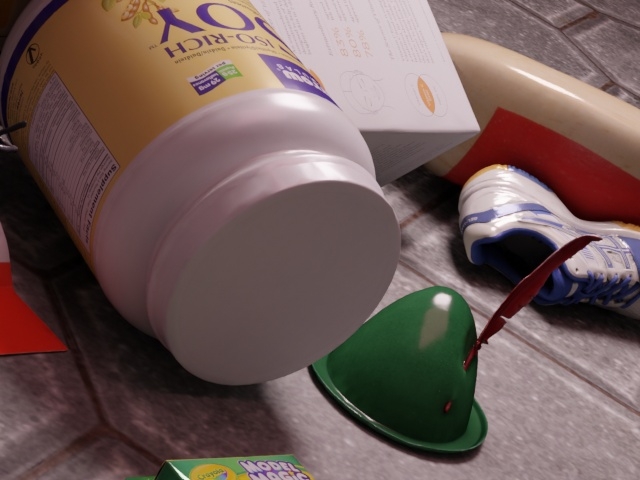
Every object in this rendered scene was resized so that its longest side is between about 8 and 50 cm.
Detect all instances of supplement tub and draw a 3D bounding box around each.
[{"bbox_3d":[-0.103,-0.065,1.497,0.241,0.241,0.331,9,32,-41],"label":"supplement tub"}]

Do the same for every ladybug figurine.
[{"bbox_3d":[0.287,-0.091,2.116,0.449,0.161,0.305,25,1,-4],"label":"ladybug figurine"}]

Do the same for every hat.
[{"bbox_3d":[0.110,0.057,1.575,0.173,0.183,0.208,31,21,6],"label":"hat"}]

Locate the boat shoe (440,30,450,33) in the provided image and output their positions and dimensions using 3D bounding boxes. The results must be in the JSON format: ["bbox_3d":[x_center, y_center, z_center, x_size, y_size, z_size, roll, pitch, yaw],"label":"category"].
[{"bbox_3d":[0.174,-0.199,2.329,0.340,0.127,0.113,33,22,15],"label":"boat shoe"}]

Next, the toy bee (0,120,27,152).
[{"bbox_3d":[-0.346,-0.164,1.406,0.298,0.162,0.195,7,4,11],"label":"toy bee"}]

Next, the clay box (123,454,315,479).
[{"bbox_3d":[-0.026,0.213,1.227,0.127,0.053,0.222,4,32,-48],"label":"clay box"}]

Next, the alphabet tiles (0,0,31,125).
[{"bbox_3d":[-0.216,-0.217,1.547,0.285,0.342,0.011,-6,53,-33],"label":"alphabet tiles"}]

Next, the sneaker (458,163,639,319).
[{"bbox_3d":[0.277,0.036,1.985,0.296,0.112,0.131,23,39,-9],"label":"sneaker"}]

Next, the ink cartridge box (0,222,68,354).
[{"bbox_3d":[-0.311,-0.003,1.371,0.232,0.066,0.189,37,22,32],"label":"ink cartridge box"}]

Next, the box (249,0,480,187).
[{"bbox_3d":[-0.025,-0.168,1.837,0.345,0.168,0.215,-3,69,-55],"label":"box"}]
